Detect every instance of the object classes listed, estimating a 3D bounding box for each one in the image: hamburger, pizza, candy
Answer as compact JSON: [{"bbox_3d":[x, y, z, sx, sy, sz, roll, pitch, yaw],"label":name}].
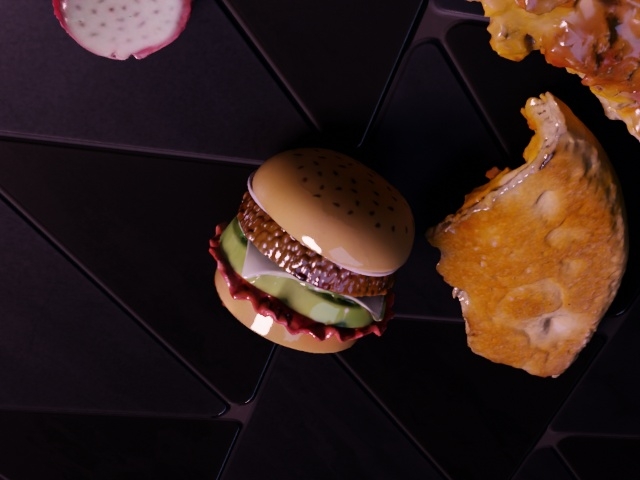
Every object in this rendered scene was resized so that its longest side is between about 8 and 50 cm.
[{"bbox_3d":[0.001,-0.001,1.070,0.175,0.175,0.137,14,119,-26],"label":"hamburger"},{"bbox_3d":[0.235,-0.223,0.931,0.278,0.114,0.408,-8,135,-14],"label":"pizza"},{"bbox_3d":[-0.141,-0.177,0.925,0.103,0.043,0.103,-7,137,-7],"label":"candy"},{"bbox_3d":[0.194,0.011,1.187,0.182,0.074,0.365,-18,138,2],"label":"pizza"}]
